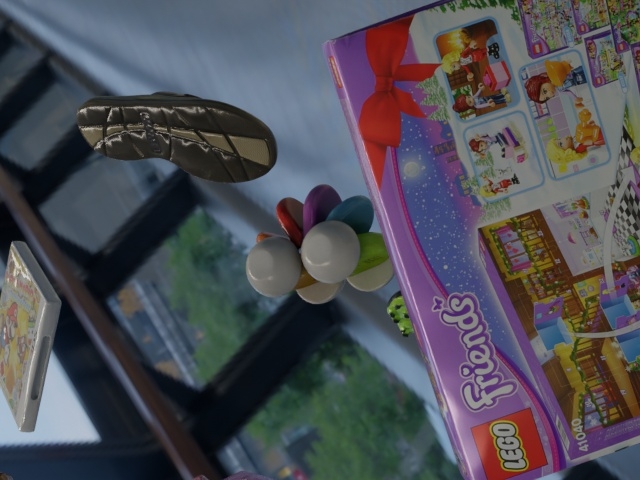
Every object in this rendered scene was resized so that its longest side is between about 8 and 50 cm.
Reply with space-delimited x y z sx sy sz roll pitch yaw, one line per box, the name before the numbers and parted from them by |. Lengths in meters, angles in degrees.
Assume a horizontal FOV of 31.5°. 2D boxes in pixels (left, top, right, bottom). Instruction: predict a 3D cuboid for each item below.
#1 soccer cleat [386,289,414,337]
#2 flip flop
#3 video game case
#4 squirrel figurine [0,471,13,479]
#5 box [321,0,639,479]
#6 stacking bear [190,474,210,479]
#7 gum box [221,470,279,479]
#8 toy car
soccer cleat | 0.126 0.084 1.559 0.179 0.060 0.072 68 -149 -71
flip flop | -0.178 -0.143 1.432 0.277 0.080 0.112 8 126 25
video game case | -0.438 0.136 1.666 0.227 0.026 0.206 40 119 56
squirrel figurine | -0.410 0.415 1.184 0.370 0.397 0.281 -3 110 32
box | 0.141 -0.013 0.694 0.057 0.201 0.293 -128 20 -82
stacking bear | -0.105 0.477 1.582 0.289 0.175 0.164 38 172 -5
gum box | -0.033 0.262 0.833 0.107 0.062 0.188 -11 100 62
toy car | 0.000 0.000 1.411 0.159 0.182 0.136 15 -116 -58
